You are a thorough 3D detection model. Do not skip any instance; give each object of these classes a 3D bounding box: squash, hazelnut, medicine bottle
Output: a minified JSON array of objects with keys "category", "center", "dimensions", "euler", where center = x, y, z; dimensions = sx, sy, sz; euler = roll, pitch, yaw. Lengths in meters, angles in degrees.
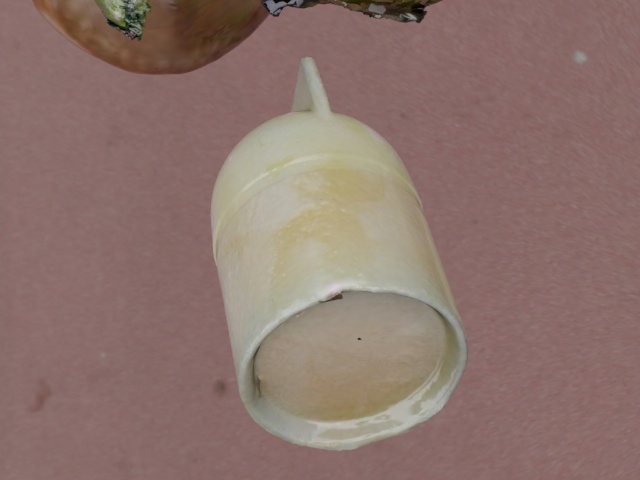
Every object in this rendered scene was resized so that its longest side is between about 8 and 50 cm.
[{"category":"squash","center":[-0.187,-0.237,1.131],"dimensions":[0.052,0.052,0.183],"euler":[-42,40,16]},{"category":"hazelnut","center":[-0.192,-0.355,1.410],"dimensions":[0.372,0.372,0.315],"euler":[27,104,22]},{"category":"medicine bottle","center":[0.000,0.000,1.365],"dimensions":[0.235,0.235,0.406],"euler":[-34,39,18]}]

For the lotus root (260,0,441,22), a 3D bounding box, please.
[{"category":"lotus root","center":[0.014,-0.238,0.551],"dimensions":[0.152,0.160,0.275],"euler":[39,142,41]}]
